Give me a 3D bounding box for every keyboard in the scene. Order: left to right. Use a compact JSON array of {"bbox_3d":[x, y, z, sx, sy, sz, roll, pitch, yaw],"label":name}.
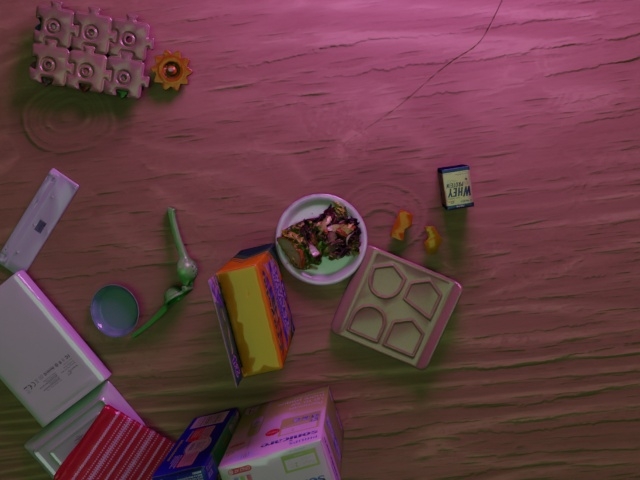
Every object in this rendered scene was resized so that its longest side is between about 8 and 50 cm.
[{"bbox_3d":[-0.632,-0.037,1.395,0.072,0.014,0.256,34,99,-7],"label":"keyboard"}]

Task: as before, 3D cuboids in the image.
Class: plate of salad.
[{"bbox_3d":[0.000,0.000,1.339,0.200,0.048,0.199,1,96,7],"label":"plate of salad"}]

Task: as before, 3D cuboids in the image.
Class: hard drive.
[{"bbox_3d":[-0.650,0.247,1.417,0.203,0.040,0.307,-37,95,9],"label":"hard drive"}]

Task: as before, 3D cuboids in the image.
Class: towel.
[{"bbox_3d":[-0.423,0.518,1.398,0.275,0.031,0.198,35,70,-10],"label":"towel"}]

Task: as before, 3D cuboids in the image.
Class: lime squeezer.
[{"bbox_3d":[-0.331,0.091,1.372,0.110,0.059,0.310,18,100,0],"label":"lime squeezer"}]

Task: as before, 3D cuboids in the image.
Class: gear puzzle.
[{"bbox_3d":[-0.434,-0.390,1.320,0.339,0.044,0.175,10,97,-1],"label":"gear puzzle"}]

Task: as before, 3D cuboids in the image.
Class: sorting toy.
[{"bbox_3d":[0.181,0.102,1.355,0.229,0.041,0.307,23,99,4],"label":"sorting toy"}]

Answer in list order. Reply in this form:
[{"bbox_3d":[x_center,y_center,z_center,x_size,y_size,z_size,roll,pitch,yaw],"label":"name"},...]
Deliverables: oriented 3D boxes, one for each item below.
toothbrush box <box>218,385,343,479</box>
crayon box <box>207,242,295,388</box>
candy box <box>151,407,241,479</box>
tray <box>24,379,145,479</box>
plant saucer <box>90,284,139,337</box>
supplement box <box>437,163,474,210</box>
[{"bbox_3d":[-0.069,0.426,1.289,0.206,0.283,0.122,-17,97,6],"label":"toothbrush box"},{"bbox_3d":[-0.123,0.132,1.230,0.083,0.323,0.203,-13,97,5],"label":"crayon box"},{"bbox_3d":[-0.211,0.564,1.325,0.122,0.268,0.317,-14,98,9],"label":"candy box"},{"bbox_3d":[-0.552,0.457,1.450,0.270,0.030,0.145,-38,95,8],"label":"tray"},{"bbox_3d":[-0.455,0.156,1.398,0.119,0.021,0.119,1,94,13],"label":"plant saucer"},{"bbox_3d":[0.278,-0.111,1.292,0.056,0.083,0.083,-9,99,6],"label":"supplement box"}]
